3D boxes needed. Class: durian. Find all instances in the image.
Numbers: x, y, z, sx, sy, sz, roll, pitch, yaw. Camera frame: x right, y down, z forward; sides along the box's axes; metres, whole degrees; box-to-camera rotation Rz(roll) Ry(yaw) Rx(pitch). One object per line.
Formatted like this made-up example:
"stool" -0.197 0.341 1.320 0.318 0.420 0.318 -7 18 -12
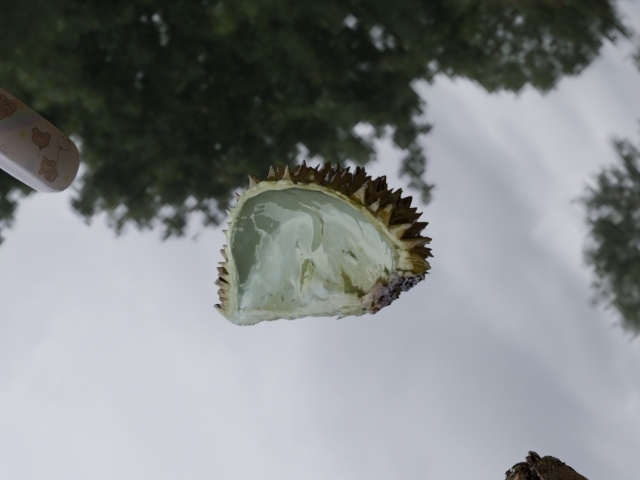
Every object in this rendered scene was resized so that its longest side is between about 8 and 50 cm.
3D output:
"durian" 0.000 0.000 1.214 0.144 0.252 0.139 -10 -86 -57

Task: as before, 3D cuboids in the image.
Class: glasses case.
"glasses case" -0.157 -0.054 0.713 0.083 0.021 0.032 38 -122 -31

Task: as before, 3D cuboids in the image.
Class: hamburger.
"hamburger" 0.310 0.378 1.785 0.231 0.106 0.231 52 -158 -31
